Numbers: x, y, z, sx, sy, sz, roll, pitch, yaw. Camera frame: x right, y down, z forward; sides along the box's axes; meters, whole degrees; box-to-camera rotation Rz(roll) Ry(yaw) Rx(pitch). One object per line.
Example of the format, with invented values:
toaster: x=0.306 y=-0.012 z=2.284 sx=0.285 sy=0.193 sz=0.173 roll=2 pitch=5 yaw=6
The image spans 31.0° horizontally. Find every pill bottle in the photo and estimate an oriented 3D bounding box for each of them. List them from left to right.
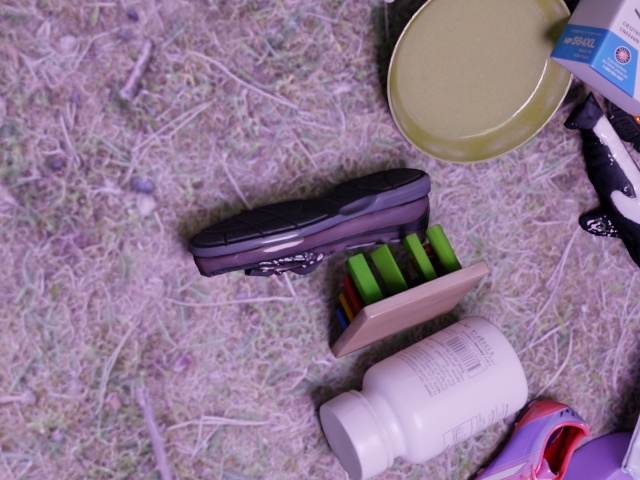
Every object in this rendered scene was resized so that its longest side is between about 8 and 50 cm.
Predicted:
pill bottle: x=0.122 y=0.194 z=1.390 sx=0.229 sy=0.131 sz=0.131 roll=-25 pitch=109 yaw=-19

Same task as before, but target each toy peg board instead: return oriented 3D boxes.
toy peg board: x=0.090 y=0.055 z=1.357 sx=0.161 sy=0.160 sz=0.079 roll=-20 pitch=74 yaw=-20

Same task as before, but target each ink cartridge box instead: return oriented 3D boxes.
ink cartridge box: x=0.385 y=-0.262 z=1.341 sx=0.148 sy=0.086 sz=0.203 roll=27 pitch=93 yaw=-28

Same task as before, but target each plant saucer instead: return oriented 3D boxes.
plant saucer: x=0.186 y=-0.206 z=1.362 sx=0.241 sy=0.037 sz=0.241 roll=-9 pitch=122 yaw=-15

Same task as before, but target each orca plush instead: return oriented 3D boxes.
orca plush: x=0.376 y=-0.042 z=1.480 sx=0.102 sy=0.151 sz=0.287 roll=-31 pitch=118 yaw=17

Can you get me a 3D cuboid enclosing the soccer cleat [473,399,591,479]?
soccer cleat: x=0.256 y=0.318 z=1.495 sx=0.083 sy=0.095 sz=0.248 roll=38 pitch=83 yaw=-26

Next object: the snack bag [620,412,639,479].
snack bag: x=0.581 y=0.224 z=1.586 sx=0.323 sy=0.037 sz=0.342 roll=27 pitch=72 yaw=-17

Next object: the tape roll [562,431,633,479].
tape roll: x=0.426 y=0.409 z=1.594 sx=0.275 sy=0.090 sz=0.275 roll=-5 pitch=102 yaw=-24

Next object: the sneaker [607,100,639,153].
sneaker: x=0.479 y=-0.155 z=1.516 sx=0.262 sy=0.099 sz=0.121 roll=36 pitch=77 yaw=-33

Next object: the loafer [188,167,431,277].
loafer: x=0.000 y=0.000 z=1.315 sx=0.302 sy=0.109 sz=0.095 roll=-19 pitch=111 yaw=-23

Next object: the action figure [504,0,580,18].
action figure: x=0.277 y=-0.374 z=1.373 sx=0.185 sy=0.099 sz=0.285 roll=-20 pitch=122 yaw=-27
